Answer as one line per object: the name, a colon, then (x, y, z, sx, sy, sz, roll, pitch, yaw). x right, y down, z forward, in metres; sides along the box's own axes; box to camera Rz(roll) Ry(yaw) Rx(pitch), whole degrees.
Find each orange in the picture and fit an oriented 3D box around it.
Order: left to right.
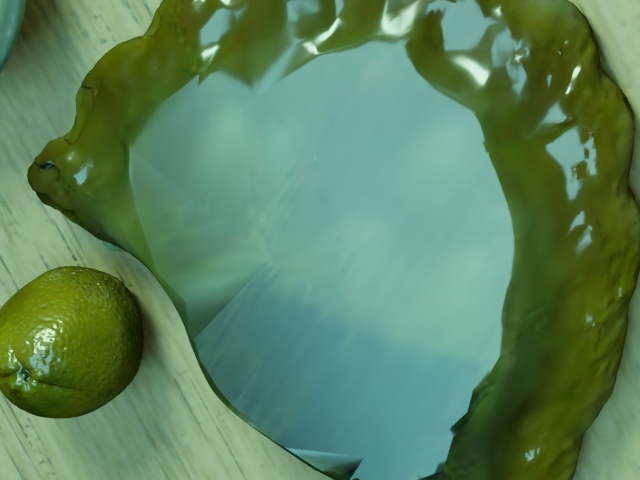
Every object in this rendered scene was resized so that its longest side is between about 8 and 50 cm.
orange: (-0.142, 0.058, 1.048, 0.085, 0.095, 0.085, 9, 116, 18)

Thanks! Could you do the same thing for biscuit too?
biscuit: (0.000, 0.000, 0.987, 0.335, 0.078, 0.329, 2, 103, 18)

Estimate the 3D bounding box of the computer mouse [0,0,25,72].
computer mouse: (-0.247, -0.157, 1.034, 0.231, 0.079, 0.128, 35, 110, 27)
